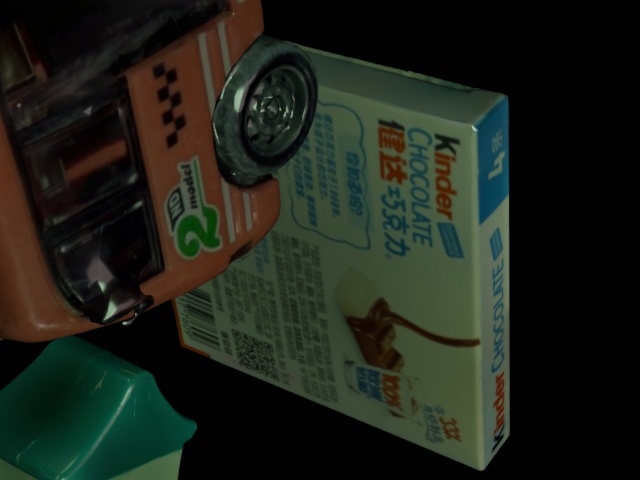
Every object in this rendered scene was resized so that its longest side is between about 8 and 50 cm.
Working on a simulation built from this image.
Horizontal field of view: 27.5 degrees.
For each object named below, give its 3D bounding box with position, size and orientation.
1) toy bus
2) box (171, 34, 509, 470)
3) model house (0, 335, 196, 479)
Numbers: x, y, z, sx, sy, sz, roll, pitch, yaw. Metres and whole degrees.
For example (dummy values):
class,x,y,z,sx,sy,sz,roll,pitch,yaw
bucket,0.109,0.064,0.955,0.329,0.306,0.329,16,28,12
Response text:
class,x,y,z,sx,sy,sz,roll,pitch,yaw
toy bus,-0.157,-0.155,0.594,0.233,0.203,0.427,-38,135,-35
box,0.000,0.000,0.858,0.048,0.265,0.273,-42,140,-39
model house,-0.158,0.137,0.847,0.127,0.100,0.149,-15,122,-54
